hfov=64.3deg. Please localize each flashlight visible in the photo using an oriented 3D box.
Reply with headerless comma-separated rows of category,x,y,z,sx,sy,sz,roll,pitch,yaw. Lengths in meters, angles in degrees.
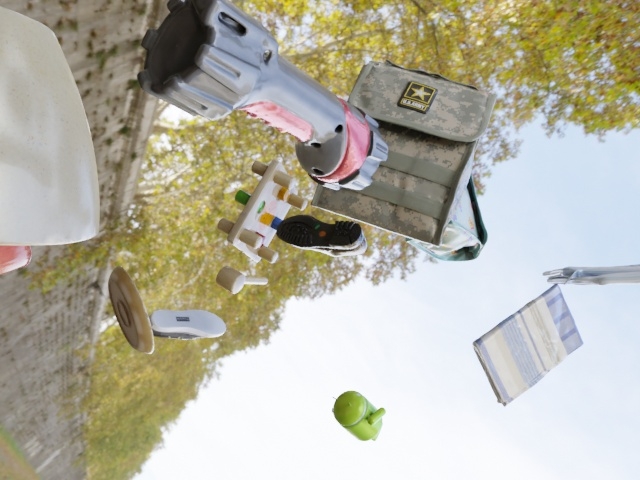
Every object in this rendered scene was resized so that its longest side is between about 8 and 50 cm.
flashlight,-0.039,-0.126,0.514,0.103,0.304,0.103,9,-91,34

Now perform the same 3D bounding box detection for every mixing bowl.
mixing bowl,-0.651,0.004,0.947,0.181,0.098,0.181,12,-54,17

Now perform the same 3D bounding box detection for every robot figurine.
robot figurine,0.067,0.316,0.918,0.101,0.067,0.115,-1,-42,47

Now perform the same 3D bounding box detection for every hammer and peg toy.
hammer and peg toy,-0.182,-0.027,1.433,0.127,0.361,0.266,27,-8,14

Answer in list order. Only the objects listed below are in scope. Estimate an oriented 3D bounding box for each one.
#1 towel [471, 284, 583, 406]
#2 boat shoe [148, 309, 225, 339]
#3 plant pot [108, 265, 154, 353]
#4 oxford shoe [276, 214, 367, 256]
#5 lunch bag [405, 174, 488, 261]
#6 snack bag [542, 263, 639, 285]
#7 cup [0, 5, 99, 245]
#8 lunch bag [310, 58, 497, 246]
towel,0.528,0.264,1.293,0.209,0.285,0.034,61,-12,-16
boat shoe,-0.376,0.243,1.410,0.076,0.228,0.080,-45,-127,32
plant pot,-0.483,0.180,1.280,0.236,0.032,0.236,31,-48,43
oxford shoe,0.000,0.000,1.165,0.227,0.083,0.096,12,-23,30
lunch bag,0.312,-0.077,1.270,0.160,0.262,0.223,-26,-122,34
snack bag,0.624,0.058,0.960,0.323,0.342,0.037,-4,-94,11
cup,-0.416,-0.146,0.583,0.331,0.331,0.237,19,-80,42
lunch bag,0.147,-0.157,0.881,0.235,0.169,0.287,20,-85,14
